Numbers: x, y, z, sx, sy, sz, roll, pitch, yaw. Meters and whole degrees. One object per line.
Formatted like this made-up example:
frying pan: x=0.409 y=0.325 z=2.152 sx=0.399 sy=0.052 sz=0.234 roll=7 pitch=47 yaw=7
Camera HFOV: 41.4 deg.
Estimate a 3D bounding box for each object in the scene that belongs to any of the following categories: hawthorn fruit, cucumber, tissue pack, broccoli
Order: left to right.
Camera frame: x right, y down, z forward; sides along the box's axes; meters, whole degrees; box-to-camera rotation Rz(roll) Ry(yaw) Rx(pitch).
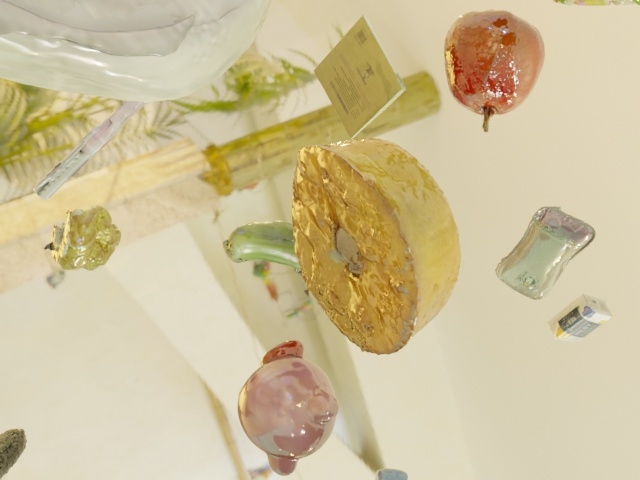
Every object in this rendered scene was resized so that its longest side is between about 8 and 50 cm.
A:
cucumber: x=-0.540 y=0.374 z=1.338 sx=0.245 sy=0.067 sz=0.067 roll=-55 pitch=128 yaw=-71
broccoli: x=-0.002 y=0.003 z=1.346 sx=0.145 sy=0.304 sz=0.164 roll=-136 pitch=-132 yaw=-62
hawthorn fruit: x=0.324 y=-0.315 z=1.599 sx=0.196 sy=0.197 sz=0.225 roll=-173 pitch=-92 yaw=-71
tissue pack: x=0.417 y=0.127 z=1.363 sx=0.083 sy=0.062 sz=0.042 roll=-46 pitch=-134 yaw=34

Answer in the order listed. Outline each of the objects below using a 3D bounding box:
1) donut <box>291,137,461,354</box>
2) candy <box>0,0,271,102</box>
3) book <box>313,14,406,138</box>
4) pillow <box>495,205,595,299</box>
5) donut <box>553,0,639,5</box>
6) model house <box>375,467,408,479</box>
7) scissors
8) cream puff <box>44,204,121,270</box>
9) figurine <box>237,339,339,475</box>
donut: x=0.065 y=-0.002 z=1.048 sx=0.277 sy=0.109 sz=0.277 roll=39 pitch=-38 yaw=39
candy: x=-0.225 y=-0.286 z=0.657 sx=0.427 sy=0.386 sz=0.186 roll=38 pitch=-31 yaw=-15
book: x=0.072 y=-0.316 z=1.655 sx=0.192 sy=0.013 sz=0.168 roll=-38 pitch=-104 yaw=50
pillow: x=0.462 y=0.028 z=1.762 sx=0.131 sy=0.038 sz=0.232 roll=27 pitch=-51 yaw=-1
donut: x=0.453 y=-0.400 z=1.163 sx=0.371 sy=0.308 sz=0.150 roll=-117 pitch=-155 yaw=-72
model house: x=0.005 y=0.518 z=1.290 sx=0.297 sy=0.360 sz=0.338 roll=103 pitch=-10 yaw=-76
scissors: x=-0.329 y=-0.151 z=1.252 sx=0.030 sy=0.242 sz=0.118 roll=45 pitch=-7 yaw=-12
cream puff: x=-0.473 y=-0.003 z=1.726 sx=0.156 sy=0.156 sz=0.121 roll=120 pitch=-48 yaw=-69
figurine: x=-0.051 y=0.275 z=1.387 sx=0.173 sy=0.173 sz=0.173 roll=56 pitch=-20 yaw=33
